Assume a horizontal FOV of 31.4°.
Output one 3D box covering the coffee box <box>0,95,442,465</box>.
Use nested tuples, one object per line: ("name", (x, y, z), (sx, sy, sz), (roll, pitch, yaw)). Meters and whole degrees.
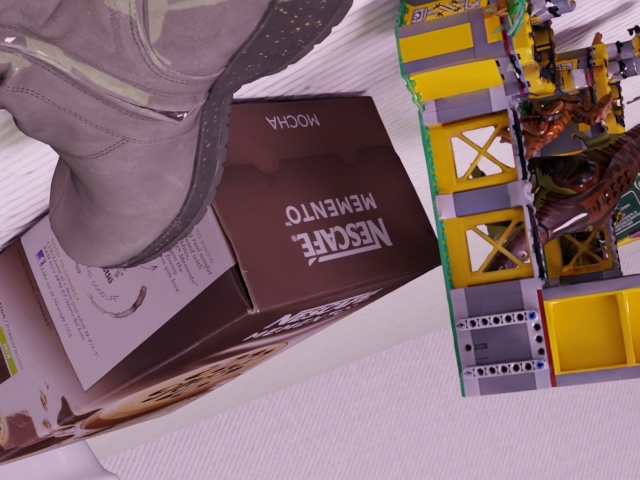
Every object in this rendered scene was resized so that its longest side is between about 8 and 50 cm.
("coffee box", (-0.093, 0.032, 0.715), (0.168, 0.119, 0.297), (-11, 164, -47))

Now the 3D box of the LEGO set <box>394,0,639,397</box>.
("LEGO set", (0.189, -0.034, 0.631), (0.192, 0.255, 0.331), (-10, 168, 23))

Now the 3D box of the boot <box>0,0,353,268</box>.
("boot", (-0.107, -0.058, 0.405), (0.161, 0.083, 0.246), (-8, 157, -32))

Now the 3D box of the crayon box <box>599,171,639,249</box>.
("crayon box", (0.494, -0.129, 1.212), (0.313, 0.106, 0.363), (-19, 169, -27))

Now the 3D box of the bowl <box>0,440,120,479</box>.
("bowl", (-0.360, 0.235, 1.120), (0.298, 0.134, 0.298), (-22, 170, -4))

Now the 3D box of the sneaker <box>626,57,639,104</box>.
("sneaker", (0.286, -0.152, 0.795), (0.089, 0.051, 0.170), (-24, 174, -24))
